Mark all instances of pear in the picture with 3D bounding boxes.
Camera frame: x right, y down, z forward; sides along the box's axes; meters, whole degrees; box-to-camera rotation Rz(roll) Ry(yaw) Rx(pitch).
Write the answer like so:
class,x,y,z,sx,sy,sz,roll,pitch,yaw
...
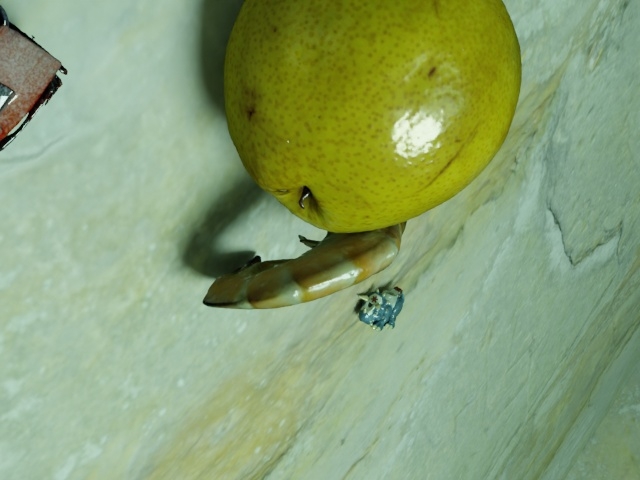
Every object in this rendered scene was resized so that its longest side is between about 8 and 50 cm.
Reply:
class,x,y,z,sx,sy,sz,roll,pitch,yaw
pear,0.029,-0.105,0.543,0.208,0.208,0.209,-33,138,-35

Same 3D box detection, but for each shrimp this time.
class,x,y,z,sx,sy,sz,roll,pitch,yaw
shrimp,0.000,0.000,0.674,0.296,0.169,0.058,-48,123,-68

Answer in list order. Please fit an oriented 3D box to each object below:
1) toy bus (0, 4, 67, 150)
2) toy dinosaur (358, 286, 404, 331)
class,x,y,z,sx,sy,sz,roll,pitch,yaw
toy bus,-0.219,-0.110,0.327,0.096,0.073,0.235,-51,147,2
toy dinosaur,0.072,0.075,0.885,0.083,0.030,0.047,1,116,-54
